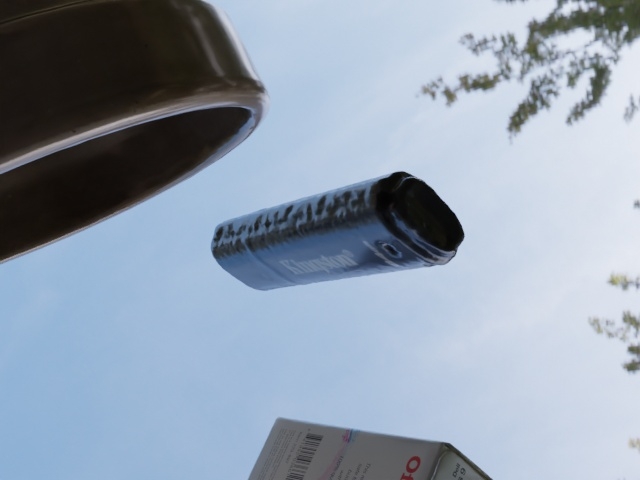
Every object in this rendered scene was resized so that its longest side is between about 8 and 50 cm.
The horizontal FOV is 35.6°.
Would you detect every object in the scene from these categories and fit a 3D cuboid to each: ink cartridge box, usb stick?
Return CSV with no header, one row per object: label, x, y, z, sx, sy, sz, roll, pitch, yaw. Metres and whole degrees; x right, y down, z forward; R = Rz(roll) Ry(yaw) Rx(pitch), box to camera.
ink cartridge box,0.025,0.240,0.820,0.212,0.093,0.154,-6,-130,51
usb stick,0.000,0.000,0.745,0.045,0.077,0.278,-54,-159,-24

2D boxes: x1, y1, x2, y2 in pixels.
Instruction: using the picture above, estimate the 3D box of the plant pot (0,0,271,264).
plant pot,-0.187,-0.116,0.515,0.263,0.263,0.229,-25,-93,7
